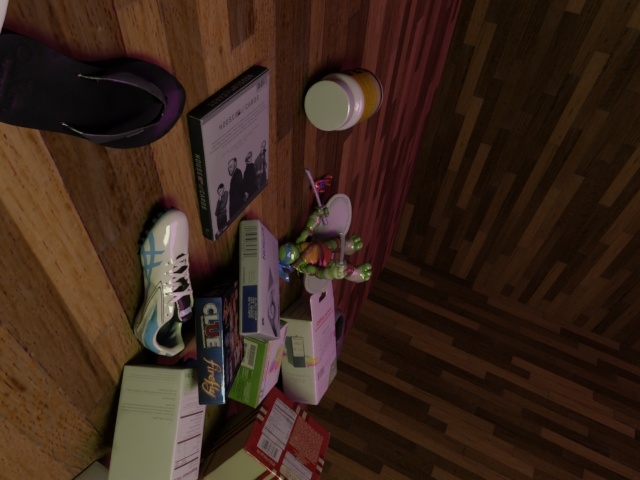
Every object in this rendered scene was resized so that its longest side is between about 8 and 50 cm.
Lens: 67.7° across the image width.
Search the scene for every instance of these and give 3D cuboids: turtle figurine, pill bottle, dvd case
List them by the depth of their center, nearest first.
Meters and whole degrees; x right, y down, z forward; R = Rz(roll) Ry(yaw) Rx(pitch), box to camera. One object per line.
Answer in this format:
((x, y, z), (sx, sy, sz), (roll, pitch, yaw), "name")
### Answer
((-0.140, -0.138, 0.780), (0.179, 0.029, 0.239), (-54, 160, -40), "dvd case")
((0.052, -0.305, 1.034), (0.208, 0.119, 0.119), (-44, 153, -58), "pill bottle")
((0.040, 0.010, 1.207), (0.266, 0.197, 0.275), (14, 107, -48), "turtle figurine")

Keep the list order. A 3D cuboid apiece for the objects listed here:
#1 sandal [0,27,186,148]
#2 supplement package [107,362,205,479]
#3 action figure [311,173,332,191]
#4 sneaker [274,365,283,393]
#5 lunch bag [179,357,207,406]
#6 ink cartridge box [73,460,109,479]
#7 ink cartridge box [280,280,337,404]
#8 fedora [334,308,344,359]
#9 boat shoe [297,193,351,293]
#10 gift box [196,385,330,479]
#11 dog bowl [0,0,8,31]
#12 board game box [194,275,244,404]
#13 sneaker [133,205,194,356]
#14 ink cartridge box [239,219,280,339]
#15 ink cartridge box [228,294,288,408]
((-0.214, -0.134, 0.470), (0.254, 0.054, 0.097), (-29, 140, -67), "sandal")
((-0.253, 0.292, 0.763), (0.105, 0.105, 0.180), (54, 39, -74), "supplement package")
((0.001, -0.148, 1.273), (0.115, 0.030, 0.038), (-38, 153, -58), "action figure")
((-0.167, 0.519, 1.539), (0.121, 0.108, 0.302), (94, 15, -49), "sneaker")
((-0.242, 0.281, 0.907), (0.065, 0.098, 0.067), (-39, 154, -56), "lunch bag")
((-0.371, 0.426, 0.738), (0.181, 0.061, 0.105), (-32, 142, -65), "ink cartridge box")
((-0.038, 0.305, 1.512), (0.207, 0.119, 0.354), (-35, 125, -65), "ink cartridge box")
((0.003, 0.385, 1.882), (0.244, 0.124, 0.276), (-56, 153, -44), "fedora")
((0.000, 0.000, 1.375), (0.114, 0.091, 0.303), (14, 104, -31), "boat shoe")
((-0.165, 0.570, 1.211), (0.258, 0.255, 0.276), (-44, -177, 28), "gift box")
((-0.258, -0.146, 0.159), (0.265, 0.104, 0.265), (19, 90, -78), "dog bowl")
((-0.170, 0.159, 0.832), (0.243, 0.042, 0.165), (-124, -148, -86), "board game box")
((-0.217, 0.063, 0.698), (0.085, 0.086, 0.237), (-37, 145, -60), "sneaker")
((-0.116, 0.093, 0.996), (0.224, 0.045, 0.224), (61, 26, -74), "ink cartridge box")
((-0.138, 0.275, 1.243), (0.255, 0.096, 0.189), (-34, 138, -64), "ink cartridge box")
